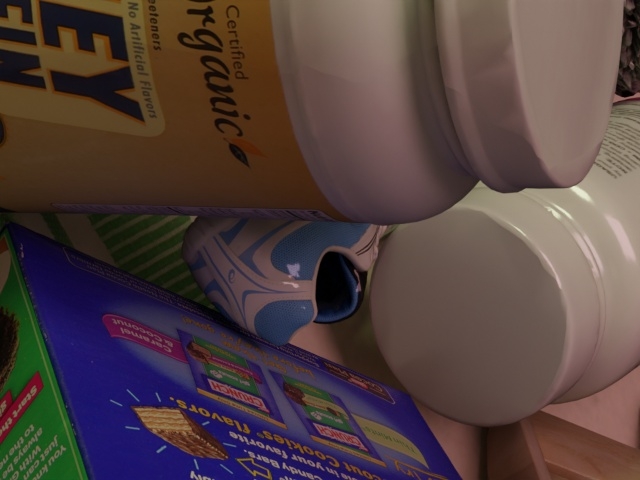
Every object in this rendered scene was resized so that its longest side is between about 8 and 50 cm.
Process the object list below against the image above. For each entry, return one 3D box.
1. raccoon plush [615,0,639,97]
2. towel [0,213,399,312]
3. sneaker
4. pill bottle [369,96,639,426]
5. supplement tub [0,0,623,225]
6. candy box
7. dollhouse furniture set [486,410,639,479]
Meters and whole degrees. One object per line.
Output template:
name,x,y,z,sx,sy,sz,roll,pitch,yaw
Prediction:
raccoon plush,0.239,-0.274,1.158,0.216,0.299,0.446,46,2,8
towel,-0.070,-0.066,1.053,0.325,0.038,0.248,-39,99,-46
sneaker,0.000,0.000,0.976,0.086,0.085,0.237,57,25,1
pill bottle,0.160,0.010,1.132,0.283,0.160,0.160,-23,88,-53
supplement tub,-0.036,-0.122,0.815,0.228,0.316,0.228,1,90,-67
candy box,-0.032,0.156,0.807,0.268,0.122,0.317,26,17,-30
dollhouse furniture set,0.132,0.219,1.119,0.303,0.174,0.355,24,26,-20
